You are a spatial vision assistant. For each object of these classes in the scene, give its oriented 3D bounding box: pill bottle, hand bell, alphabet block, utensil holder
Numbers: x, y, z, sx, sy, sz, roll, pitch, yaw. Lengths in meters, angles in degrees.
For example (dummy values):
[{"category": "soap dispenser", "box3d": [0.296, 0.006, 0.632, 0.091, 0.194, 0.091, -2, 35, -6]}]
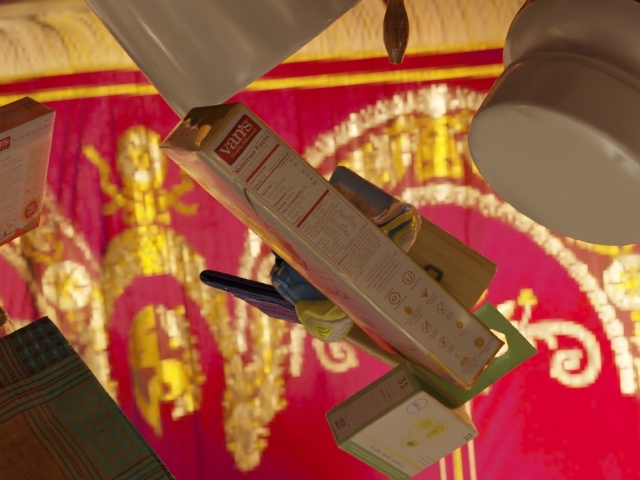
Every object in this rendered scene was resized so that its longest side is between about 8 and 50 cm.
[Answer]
[{"category": "pill bottle", "box3d": [0.309, -0.203, 1.036, 0.224, 0.224, 0.392, 5, -126, 51]}, {"category": "hand bell", "box3d": [0.106, -0.358, 1.566, 0.126, 0.242, 0.126, -3, -143, 2]}, {"category": "alphabet block", "box3d": [0.080, 0.043, 1.502, 0.197, 0.193, 0.192, 31, -175, -27]}, {"category": "utensil holder", "box3d": [-0.148, -0.368, 1.203, 0.327, 0.385, 0.327, -34, -166, 9]}]

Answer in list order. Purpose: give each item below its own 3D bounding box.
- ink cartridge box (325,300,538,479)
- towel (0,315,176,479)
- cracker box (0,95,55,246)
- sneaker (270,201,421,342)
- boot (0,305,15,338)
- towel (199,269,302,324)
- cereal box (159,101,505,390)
[{"category": "ink cartridge box", "box3d": [0.144, 0.186, 1.320, 0.235, 0.056, 0.171, -34, 141, 12]}, {"category": "towel", "box3d": [-0.279, 0.269, 1.166, 0.271, 0.370, 0.040, -29, 166, -49]}, {"category": "cracker box", "box3d": [-0.518, -0.104, 1.812, 0.067, 0.232, 0.156, 28, -147, 17]}, {"category": "sneaker", "box3d": [0.024, 0.002, 1.234, 0.091, 0.126, 0.240, -49, -177, 40]}, {"category": "boot", "box3d": [-0.443, 0.252, 1.660, 0.118, 0.338, 0.223, -37, -112, -26]}, {"category": "towel", "box3d": [-0.056, 0.130, 2.041, 0.243, 0.040, 0.336, 14, 169, 23]}, {"category": "cereal box", "box3d": [0.000, 0.000, 0.772, 0.047, 0.240, 0.173, -50, -165, -7]}]
